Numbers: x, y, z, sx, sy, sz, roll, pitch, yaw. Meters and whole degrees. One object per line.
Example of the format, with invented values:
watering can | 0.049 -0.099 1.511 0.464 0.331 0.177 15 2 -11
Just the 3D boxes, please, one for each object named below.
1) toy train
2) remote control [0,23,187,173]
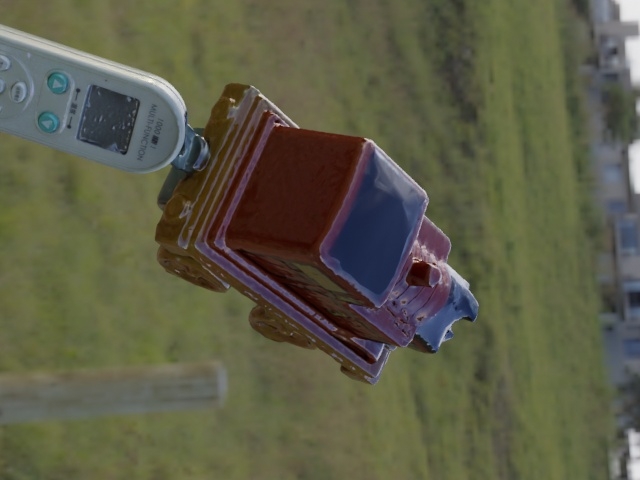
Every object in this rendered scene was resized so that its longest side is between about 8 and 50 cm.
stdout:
toy train | 0.000 0.000 1.252 0.369 0.232 0.163 39 71 -45
remote control | -0.207 -0.113 1.056 0.042 0.221 0.078 -82 -170 -63
